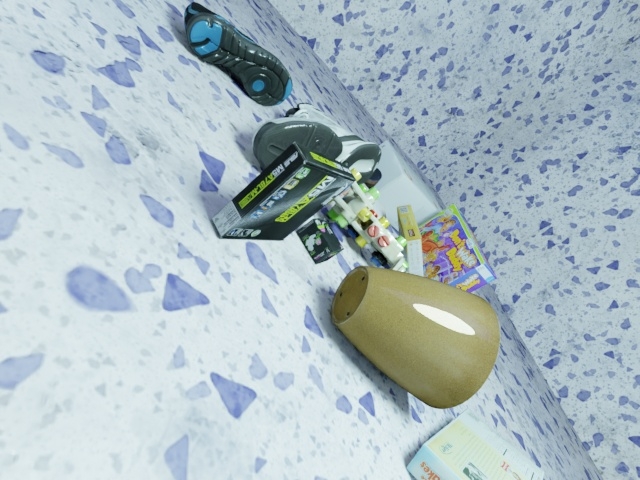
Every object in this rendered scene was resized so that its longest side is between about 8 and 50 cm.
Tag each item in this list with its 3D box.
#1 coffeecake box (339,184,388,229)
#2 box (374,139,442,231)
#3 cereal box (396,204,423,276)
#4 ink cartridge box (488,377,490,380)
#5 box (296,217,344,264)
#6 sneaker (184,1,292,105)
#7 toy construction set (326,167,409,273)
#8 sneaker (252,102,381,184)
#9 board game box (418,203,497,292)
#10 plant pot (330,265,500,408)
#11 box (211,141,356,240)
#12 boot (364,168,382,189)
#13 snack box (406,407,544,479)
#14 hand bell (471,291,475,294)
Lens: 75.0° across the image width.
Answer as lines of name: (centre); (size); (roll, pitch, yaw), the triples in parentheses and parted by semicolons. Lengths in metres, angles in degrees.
coffeecake box: (0.119, -0.115, 1.261); (0.185, 0.068, 0.142); (45, 25, -21)
box: (0.305, -0.174, 1.586); (0.345, 0.168, 0.215); (36, 29, -38)
cereal box: (0.263, 0.041, 1.212); (0.173, 0.047, 0.240); (-91, 170, -53)
ink cartridge box: (0.453, 0.318, 1.261); (0.179, 0.045, 0.145); (56, -2, -3)
box: (0.000, 0.000, 0.883); (0.083, 0.052, 0.062); (59, 24, 9)
sneaker: (-0.200, -0.480, 1.078); (0.341, 0.125, 0.140); (28, 29, -52)
toy construction set: (0.130, -0.011, 1.029); (0.328, 0.151, 0.215); (64, -2, 2)
sneaker: (-0.056, -0.255, 1.073); (0.257, 0.169, 0.447); (39, 24, 28)
board game box: (0.404, 0.052, 1.377); (0.078, 0.233, 0.347); (44, 24, -25)
plant pot: (0.156, 0.155, 0.786); (0.254, 0.237, 0.237); (30, 30, -20)
box: (-0.055, -0.069, 0.693); (0.045, 0.190, 0.184); (59, 22, 18)
boot: (0.079, -0.220, 1.350); (0.219, 0.106, 0.082); (26, 59, -3)
snack box: (0.302, 0.429, 0.776); (0.187, 0.060, 0.322); (37, 12, 32)
hand bell: (0.486, 0.129, 1.469); (0.242, 0.126, 0.126); (57, 9, -60)
